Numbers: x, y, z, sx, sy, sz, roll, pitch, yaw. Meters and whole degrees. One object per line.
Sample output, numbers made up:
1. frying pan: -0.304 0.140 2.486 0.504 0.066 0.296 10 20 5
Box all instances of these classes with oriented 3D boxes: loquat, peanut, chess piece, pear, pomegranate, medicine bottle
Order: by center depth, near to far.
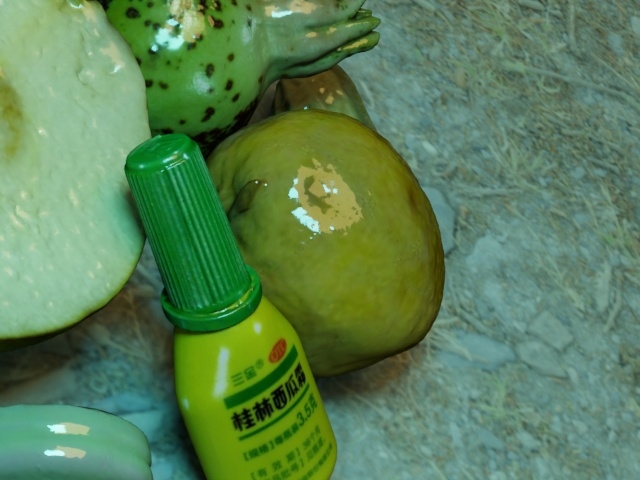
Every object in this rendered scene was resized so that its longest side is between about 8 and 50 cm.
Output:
1. chess piece: -0.178 0.250 1.044 0.139 0.139 0.271 14 58 -27
2. pear: -0.304 -0.052 1.143 0.340 0.191 0.386 49 43 -10
3. medicine bottle: -0.070 0.067 1.187 0.111 0.076 0.309 -38 120 -35
4. loquat: 0.000 0.000 1.321 0.238 0.193 0.238 34 39 -34
5. pomegranate: -0.100 -0.162 1.377 0.276 0.204 0.222 7 45 -24
6. peanut: 0.008 -0.090 1.494 0.093 0.083 0.194 17 43 -44
